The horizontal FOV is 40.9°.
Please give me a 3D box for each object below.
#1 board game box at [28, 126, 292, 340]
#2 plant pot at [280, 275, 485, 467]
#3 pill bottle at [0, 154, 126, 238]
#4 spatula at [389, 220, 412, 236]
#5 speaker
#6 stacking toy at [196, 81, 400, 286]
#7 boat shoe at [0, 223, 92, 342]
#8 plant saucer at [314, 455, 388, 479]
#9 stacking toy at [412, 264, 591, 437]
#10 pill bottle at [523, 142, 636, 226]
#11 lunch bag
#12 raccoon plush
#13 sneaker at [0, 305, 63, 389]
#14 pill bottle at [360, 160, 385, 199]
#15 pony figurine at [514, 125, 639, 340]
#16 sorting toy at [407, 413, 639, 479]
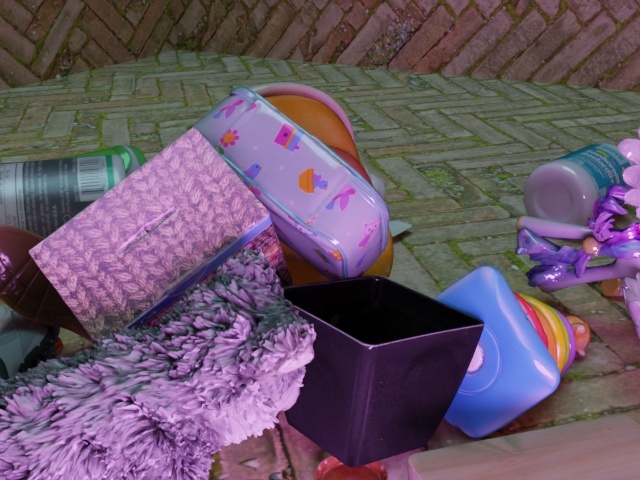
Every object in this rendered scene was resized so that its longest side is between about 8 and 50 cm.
[{"bbox_3d":[-0.177,0.036,1.059,0.232,0.291,0.141,-38,74,-10],"label":"board game box"},{"bbox_3d":[0.054,0.154,1.011,0.188,0.167,0.187,-6,20,-39],"label":"plant pot"},{"bbox_3d":[-0.511,-0.034,1.480,0.360,0.204,0.204,-6,22,-12],"label":"pill bottle"},{"bbox_3d":[0.046,-0.006,1.633,0.168,0.019,0.242,17,28,36],"label":"spatula"},{"bbox_3d":[-0.513,-0.118,1.799,0.296,0.131,0.131,-17,27,-35],"label":"speaker"},{"bbox_3d":[0.000,0.000,1.323,0.350,0.351,0.480,-13,40,-27],"label":"stacking toy"},{"bbox_3d":[-0.367,0.071,1.199,0.089,0.285,0.105,18,70,52],"label":"boat shoe"},{"bbox_3d":[0.034,0.266,0.959,0.083,0.013,0.083,0,22,0],"label":"plant saucer"},{"bbox_3d":[0.272,0.133,1.126,0.301,0.166,0.175,-2,57,-48],"label":"stacking toy"},{"bbox_3d":[0.529,-0.109,1.696,0.146,0.146,0.264,19,30,41],"label":"pill bottle"},{"bbox_3d":[-0.038,-0.067,1.124,0.279,0.224,0.108,40,80,16],"label":"lunch bag"},{"bbox_3d":[-0.197,0.144,0.763,0.216,0.299,0.446,47,23,28],"label":"raccoon plush"},{"bbox_3d":[-0.400,0.159,1.140,0.107,0.100,0.271,-1,21,-14],"label":"sneaker"},{"bbox_3d":[0.023,-0.114,1.663,0.208,0.118,0.117,18,7,-38],"label":"pill bottle"},{"bbox_3d":[0.465,0.016,1.227,0.350,0.303,0.363,10,-7,-38],"label":"pony figurine"},{"bbox_3d":[0.243,0.286,0.799,0.257,0.090,0.255,-7,22,-14],"label":"sorting toy"}]
